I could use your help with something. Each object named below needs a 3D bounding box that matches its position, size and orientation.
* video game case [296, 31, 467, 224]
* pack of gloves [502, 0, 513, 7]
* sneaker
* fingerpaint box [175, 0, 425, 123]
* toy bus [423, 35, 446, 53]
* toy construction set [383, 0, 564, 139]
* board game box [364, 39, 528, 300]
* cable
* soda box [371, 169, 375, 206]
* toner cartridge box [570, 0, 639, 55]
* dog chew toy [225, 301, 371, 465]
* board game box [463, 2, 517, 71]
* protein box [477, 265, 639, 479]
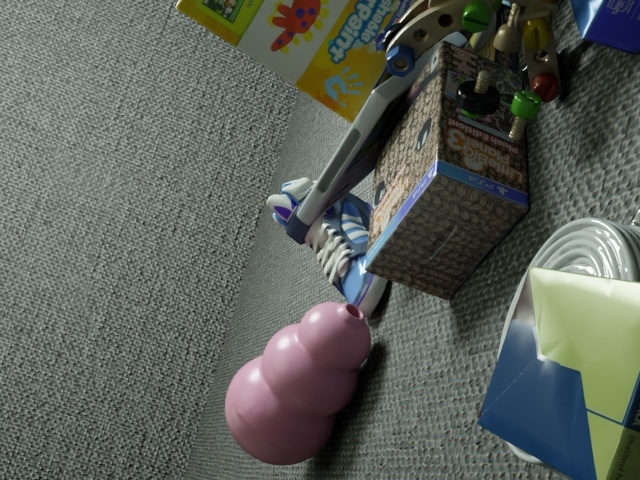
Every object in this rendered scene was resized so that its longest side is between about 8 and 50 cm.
[{"bbox_3d":[0.109,-0.199,1.685,0.329,0.036,0.300,-42,-11,-49],"label":"video game case"},{"bbox_3d":[0.276,-0.491,1.630,0.232,0.046,0.195,-110,19,-50],"label":"pack of gloves"},{"bbox_3d":[0.000,-0.001,1.828,0.323,0.236,0.130,-89,22,-55],"label":"sneaker"},{"bbox_3d":[0.035,-0.479,1.576,0.445,0.371,0.163,-60,-10,21],"label":"fingerpaint box"},{"bbox_3d":[0.178,-0.413,1.824,0.108,0.130,0.333,-56,6,37],"label":"toy bus"},{"bbox_3d":[0.244,-0.336,1.295,0.309,0.257,0.237,-42,-29,-45],"label":"toy construction set"},{"bbox_3d":[0.186,-0.105,1.440,0.232,0.141,0.291,123,161,-46],"label":"board game box"},{"bbox_3d":[0.261,0.105,0.942,0.257,0.089,0.257,-88,22,-53],"label":"cable"},{"bbox_3d":[0.136,-0.066,1.737,0.067,0.071,0.210,122,162,-45],"label":"soda box"},{"bbox_3d":[0.391,-0.403,1.090,0.165,0.075,0.348,-87,14,-50],"label":"toner cartridge box"},{"bbox_3d":[-0.028,0.242,1.712,0.332,0.206,0.207,-55,18,25],"label":"dog chew toy"},{"bbox_3d":[0.249,-0.256,1.617,0.243,0.042,0.165,126,160,-50],"label":"board game box"},{"bbox_3d":[0.257,0.119,0.693,0.200,0.201,0.136,-170,99,-77],"label":"protein box"}]
